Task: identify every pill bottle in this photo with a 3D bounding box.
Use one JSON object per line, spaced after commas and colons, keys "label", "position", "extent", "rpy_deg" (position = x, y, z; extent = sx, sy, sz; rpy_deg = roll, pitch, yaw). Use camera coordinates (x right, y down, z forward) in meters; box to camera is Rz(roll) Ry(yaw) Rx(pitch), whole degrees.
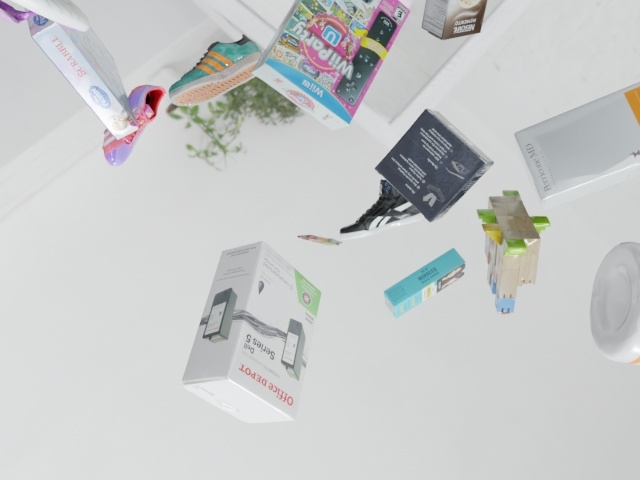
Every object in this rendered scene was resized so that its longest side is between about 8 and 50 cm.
{"label": "pill bottle", "position": [0.729, 0.139, 1.118], "extent": [0.224, 0.393, 0.223], "rpy_deg": [9, 90, -89]}

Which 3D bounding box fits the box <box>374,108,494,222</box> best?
{"label": "box", "position": [0.221, -0.146, 1.196], "extent": [0.158, 0.156, 0.093], "rpy_deg": [-49, 166, 22]}

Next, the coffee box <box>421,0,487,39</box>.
{"label": "coffee box", "position": [0.360, -0.662, 1.585], "extent": [0.141, 0.098, 0.246], "rpy_deg": [-19, 135, -24]}

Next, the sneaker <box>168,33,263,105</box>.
{"label": "sneaker", "position": [-0.308, -0.488, 1.752], "extent": [0.302, 0.121, 0.108], "rpy_deg": [-29, 168, -16]}

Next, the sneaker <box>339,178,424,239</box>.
{"label": "sneaker", "position": [0.137, -0.083, 1.489], "extent": [0.217, 0.121, 0.079], "rpy_deg": [-17, -174, -4]}

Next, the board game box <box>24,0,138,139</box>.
{"label": "board game box", "position": [-0.564, -0.445, 1.429], "extent": [0.066, 0.318, 0.318], "rpy_deg": [-28, 143, -1]}

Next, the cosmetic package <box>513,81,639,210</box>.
{"label": "cosmetic package", "position": [0.824, -0.283, 1.781], "extent": [0.454, 0.230, 0.161], "rpy_deg": [-22, 165, 16]}

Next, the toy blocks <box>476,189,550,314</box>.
{"label": "toy blocks", "position": [0.559, 0.043, 1.824], "extent": [0.381, 0.191, 0.260], "rpy_deg": [-79, 168, -61]}

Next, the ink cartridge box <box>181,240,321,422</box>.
{"label": "ink cartridge box", "position": [-0.116, 0.172, 1.127], "extent": [0.115, 0.198, 0.272], "rpy_deg": [-13, -131, 32]}

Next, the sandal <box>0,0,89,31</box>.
{"label": "sandal", "position": [-0.544, -0.404, 0.938], "extent": [0.102, 0.169, 0.416], "rpy_deg": [-47, 160, 15]}

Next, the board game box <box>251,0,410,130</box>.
{"label": "board game box", "position": [0.027, -0.424, 1.307], "extent": [0.303, 0.224, 0.097], "rpy_deg": [-62, -157, -9]}

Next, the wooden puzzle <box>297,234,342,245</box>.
{"label": "wooden puzzle", "position": [0.000, 0.000, 0.895], "extent": [0.083, 0.049, 0.006], "rpy_deg": [178, -76, -71]}

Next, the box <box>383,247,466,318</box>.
{"label": "box", "position": [0.301, 0.125, 1.772], "extent": [0.244, 0.060, 0.100], "rpy_deg": [-31, 152, -7]}

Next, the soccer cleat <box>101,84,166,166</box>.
{"label": "soccer cleat", "position": [-0.472, -0.297, 1.554], "extent": [0.095, 0.083, 0.247], "rpy_deg": [-1, -123, 30]}
